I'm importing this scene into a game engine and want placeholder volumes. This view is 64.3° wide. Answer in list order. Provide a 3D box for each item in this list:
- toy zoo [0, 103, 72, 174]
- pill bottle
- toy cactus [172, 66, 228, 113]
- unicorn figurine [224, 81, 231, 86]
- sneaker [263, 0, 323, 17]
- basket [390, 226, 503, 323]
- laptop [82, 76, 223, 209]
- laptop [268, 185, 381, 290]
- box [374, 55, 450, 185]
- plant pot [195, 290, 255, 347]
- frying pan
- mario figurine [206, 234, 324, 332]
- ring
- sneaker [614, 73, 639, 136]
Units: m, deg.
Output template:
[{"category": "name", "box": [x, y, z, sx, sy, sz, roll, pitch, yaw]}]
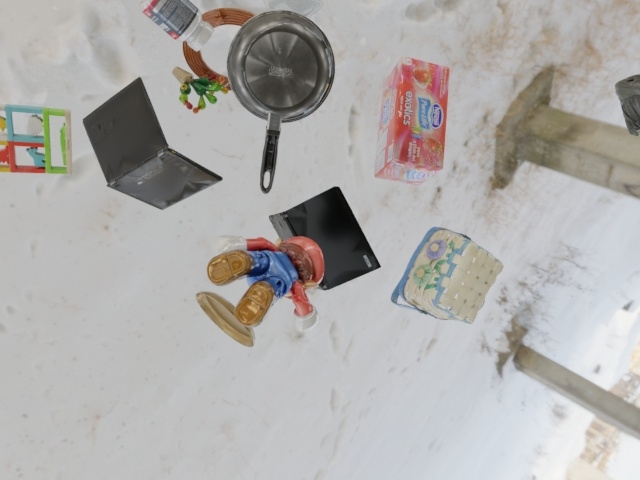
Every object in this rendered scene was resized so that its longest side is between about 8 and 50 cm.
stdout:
[{"category": "toy zoo", "box": [-0.852, -0.280, 1.410, 0.294, 0.030, 0.192, -1, 120, -23]}, {"category": "pill bottle", "box": [-0.380, -0.597, 1.358, 0.180, 0.108, 0.107, 35, 85, -35]}, {"category": "toy cactus", "box": [-0.423, -0.527, 1.721, 0.219, 0.181, 0.112, -48, 175, -38]}, {"category": "unicorn figurine", "box": [-0.094, -0.326, 0.981, 0.111, 0.162, 0.060, -83, 174, -71]}, {"category": "sneaker", "box": [-0.094, -0.771, 1.543, 0.094, 0.150, 0.256, -26, 174, 37]}, {"category": "basket", "box": [0.319, 0.082, 1.356, 0.201, 0.289, 0.254, 30, 83, -17]}, {"category": "laptop", "box": [-0.647, -0.345, 1.956, 0.408, 0.382, 0.236, 29, 52, -46]}, {"category": "laptop", "box": [0.000, 0.000, 1.342, 0.137, 0.264, 0.234, -30, 98, -17]}, {"category": "box", "box": [0.246, -0.318, 1.383, 0.154, 0.142, 0.299, 140, -42, -72]}, {"category": "plant pot", "box": [-0.283, 0.234, 1.551, 0.032, 0.237, 0.236, -48, 145, -26]}, {"category": "frying pan", "box": [-0.104, -0.257, 0.937, 0.197, 0.053, 0.326, 28, 108, -16]}, {"category": "mario figurine", "box": [-0.102, 0.086, 0.969, 0.321, 0.170, 0.197, -7, 96, -71]}, {"category": "ring", "box": [-0.297, -0.634, 1.735, 0.336, 0.337, 0.032, 56, 26, -55]}, {"category": "sneaker", "box": [0.757, -0.294, 1.150, 0.087, 0.227, 0.130, -26, 111, 9]}]
